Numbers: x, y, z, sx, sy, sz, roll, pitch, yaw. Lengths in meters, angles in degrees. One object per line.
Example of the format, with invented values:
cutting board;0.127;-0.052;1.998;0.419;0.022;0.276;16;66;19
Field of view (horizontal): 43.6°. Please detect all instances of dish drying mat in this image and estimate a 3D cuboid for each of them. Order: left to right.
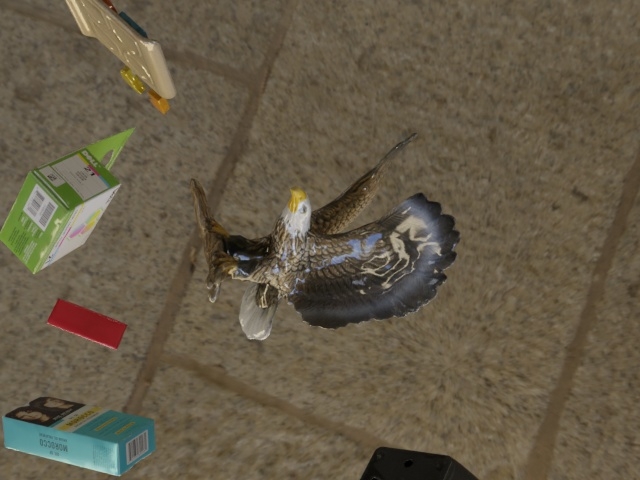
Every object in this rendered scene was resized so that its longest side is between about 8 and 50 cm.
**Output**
dish drying mat;-0.264;0.095;0.905;0.083;0.008;0.032;22;64;-6

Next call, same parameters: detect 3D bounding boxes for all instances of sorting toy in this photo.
sorting toy;-0.360;-0.358;1.489;0.229;0.307;0.041;38;77;10

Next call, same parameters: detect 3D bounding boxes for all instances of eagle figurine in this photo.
eagle figurine;0.001;-0.003;0.988;0.298;0.225;0.226;-10;88;-8

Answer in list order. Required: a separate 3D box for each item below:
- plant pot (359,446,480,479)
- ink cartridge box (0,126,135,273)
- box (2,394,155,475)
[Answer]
plant pot;0.137;0.401;1.140;0.188;0.167;0.188;-2;35;36
ink cartridge box;-0.417;-0.078;1.418;0.097;0.255;0.189;46;129;3
box;-0.407;0.324;1.348;0.244;0.100;0.060;6;104;23
